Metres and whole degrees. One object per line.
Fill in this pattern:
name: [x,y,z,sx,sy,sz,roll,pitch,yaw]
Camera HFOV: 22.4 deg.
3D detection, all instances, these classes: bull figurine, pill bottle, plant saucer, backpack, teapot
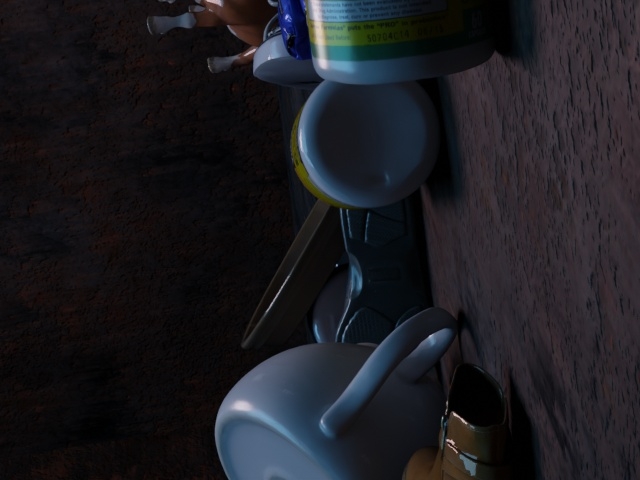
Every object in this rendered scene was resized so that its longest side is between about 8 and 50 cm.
bull figurine: [-0.098,-0.293,1.972,0.310,0.188,0.101,35,-133,-65]
pill bottle: [0.041,-0.208,0.986,0.117,0.117,0.208,-111,13,-75]
plant saucer: [0.000,0.000,1.696,0.278,0.041,0.278,-60,3,5]
pill bottle: [0.041,0.079,1.717,0.186,0.112,0.112,178,84,-86]
pill bottle: [0.034,-0.085,1.390,0.215,0.117,0.117,180,82,-86]
backpack: [0.009,-0.236,1.613,0.120,0.101,0.098,95,160,-60]
teapot: [0.042,0.179,1.443,0.256,0.187,0.253,5,127,55]

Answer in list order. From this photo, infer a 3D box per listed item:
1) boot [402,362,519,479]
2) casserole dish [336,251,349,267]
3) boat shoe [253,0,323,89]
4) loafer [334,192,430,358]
boot: [0.107,0.158,1.195,0.197,0.073,0.152,-133,31,-62]
casserole dish: [0.037,0.044,2.338,0.114,0.037,0.188,103,159,-81]
boat shoe: [-0.010,-0.235,1.853,0.306,0.113,0.105,-7,-86,-78]
loafer: [0.068,0.047,1.570,0.084,0.096,0.268,-46,-42,-69]
